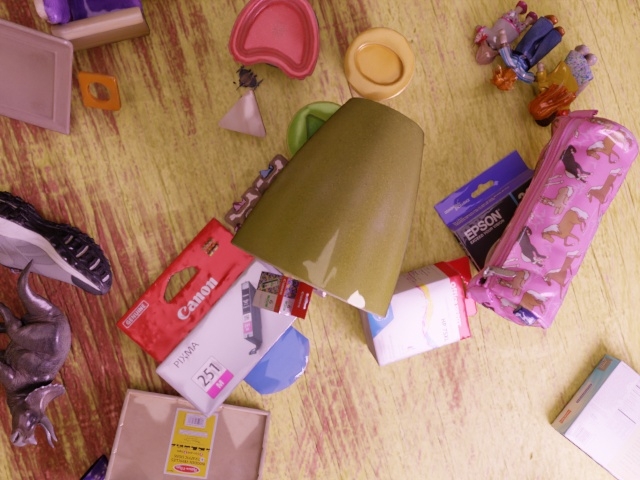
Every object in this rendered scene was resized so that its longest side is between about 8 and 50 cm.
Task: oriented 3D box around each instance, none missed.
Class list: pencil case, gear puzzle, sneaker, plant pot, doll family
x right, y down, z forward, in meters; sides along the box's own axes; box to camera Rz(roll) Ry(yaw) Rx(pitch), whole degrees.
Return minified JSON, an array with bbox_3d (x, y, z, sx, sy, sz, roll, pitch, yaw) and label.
[{"bbox_3d":[0.411,-0.036,1.085,0.160,0.167,0.386,28,87,16],"label":"pencil case"},{"bbox_3d":[0.000,0.000,1.144,0.339,0.044,0.175,40,85,-10],"label":"gear puzzle"},{"bbox_3d":[-0.488,0.018,1.064,0.272,0.100,0.108,32,110,-9],"label":"sneaker"},{"bbox_3d":[0.044,-0.067,0.985,0.275,0.275,0.293,27,88,-7],"label":"plant pot"},{"bbox_3d":[0.402,-0.322,1.137,0.263,0.118,0.163,43,87,-7],"label":"doll family"}]

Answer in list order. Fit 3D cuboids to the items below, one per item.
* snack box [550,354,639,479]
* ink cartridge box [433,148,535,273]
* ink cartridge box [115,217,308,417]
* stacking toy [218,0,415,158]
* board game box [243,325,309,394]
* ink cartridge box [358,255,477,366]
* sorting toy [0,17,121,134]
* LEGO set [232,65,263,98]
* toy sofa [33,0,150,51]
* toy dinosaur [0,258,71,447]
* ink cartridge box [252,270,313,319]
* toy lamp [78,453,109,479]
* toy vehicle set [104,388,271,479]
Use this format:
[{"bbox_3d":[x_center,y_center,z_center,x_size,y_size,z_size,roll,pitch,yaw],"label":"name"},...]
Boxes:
[{"bbox_3d":[0.645,0.400,1.224,0.322,0.060,0.187,39,88,-7],"label":"snack box"},{"bbox_3d":[0.360,-0.038,1.181,0.206,0.045,0.208,-35,94,-4],"label":"ink cartridge box"},{"bbox_3d":[-0.194,0.131,1.094,0.239,0.060,0.275,41,85,0],"label":"ink cartridge box"},{"bbox_3d":[-0.019,-0.283,1.103,0.309,0.130,0.279,24,104,-7],"label":"stacking toy"},{"bbox_3d":[-0.106,0.201,1.139,0.169,0.033,0.133,39,86,2],"label":"board game box"},{"bbox_3d":[0.193,0.127,1.134,0.231,0.078,0.134,-17,109,-8],"label":"ink cartridge box"},{"bbox_3d":[-0.501,-0.283,1.023,0.348,0.047,0.196,17,133,-7],"label":"sorting toy"},{"bbox_3d":[-0.135,-0.285,1.126,0.054,0.023,0.083,12,104,-5],"label":"LEGO set"},{"bbox_3d":[-0.407,-0.514,1.003,0.150,0.177,0.362,-15,94,-7],"label":"toy sofa"},{"bbox_3d":[-0.502,0.185,1.060,0.161,0.121,0.313,14,90,-17],"label":"toy dinosaur"},{"bbox_3d":[-0.064,0.091,1.021,0.029,0.115,0.062,20,83,-41],"label":"ink cartridge box"},{"bbox_3d":[-0.310,0.499,1.103,0.275,0.080,0.080,43,87,-7],"label":"toy lamp"},{"bbox_3d":[-0.232,0.370,1.095,0.267,0.035,0.165,12,65,-7],"label":"toy vehicle set"}]
